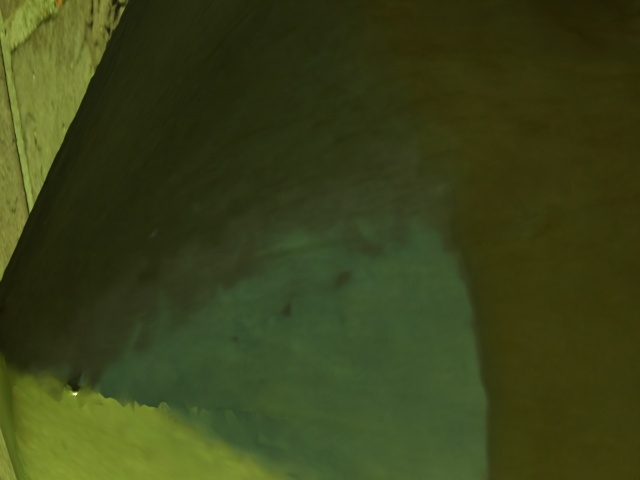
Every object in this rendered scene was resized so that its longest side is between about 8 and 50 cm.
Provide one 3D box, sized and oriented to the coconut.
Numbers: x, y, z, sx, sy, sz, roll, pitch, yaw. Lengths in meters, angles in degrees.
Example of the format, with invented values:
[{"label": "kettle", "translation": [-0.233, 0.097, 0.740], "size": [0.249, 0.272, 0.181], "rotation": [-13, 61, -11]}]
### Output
[{"label": "coconut", "translation": [0.051, 0.028, 0.519], "size": [0.323, 0.323, 0.322], "rotation": [171, 90, -67]}]
